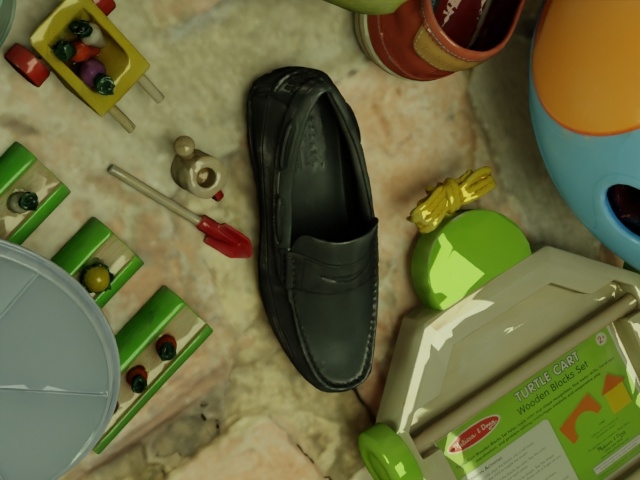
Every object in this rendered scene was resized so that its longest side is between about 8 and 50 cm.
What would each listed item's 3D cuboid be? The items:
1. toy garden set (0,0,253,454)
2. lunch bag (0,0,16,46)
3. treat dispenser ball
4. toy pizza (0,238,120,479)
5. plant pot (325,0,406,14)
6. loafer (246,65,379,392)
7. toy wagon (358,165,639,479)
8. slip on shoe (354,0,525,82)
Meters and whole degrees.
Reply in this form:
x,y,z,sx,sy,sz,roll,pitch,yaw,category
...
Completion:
x,y,z,sx,sy,sz,roll,pitch,yaw,category
-0.141,-0.014,0.815,0.204,0.049,0.244,-48,119,-9,toy garden set
-0.302,-0.081,0.655,0.224,0.108,0.279,35,83,-9,lunch bag
0.278,-0.105,0.870,0.288,0.288,0.288,-7,106,-26,treat dispenser ball
-0.216,0.074,0.782,0.201,0.032,0.201,-5,123,-7,toy pizza
-0.026,-0.250,0.715,0.254,0.276,0.276,23,92,-42,plant pot
0.000,0.000,0.874,0.076,0.078,0.223,-17,110,-22,loafer
0.153,0.107,0.969,0.267,0.068,0.344,-31,102,-18,toy wagon
0.119,-0.256,0.858,0.123,0.101,0.331,18,93,-28,slip on shoe
